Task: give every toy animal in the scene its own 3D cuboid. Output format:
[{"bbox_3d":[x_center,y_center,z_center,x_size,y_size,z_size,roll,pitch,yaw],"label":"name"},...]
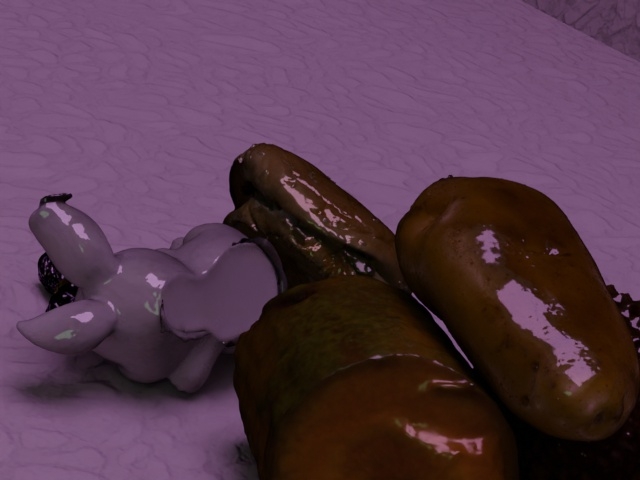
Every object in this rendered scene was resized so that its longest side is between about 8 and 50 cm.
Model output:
[{"bbox_3d":[-0.178,0.059,1.758,0.154,0.209,0.325,-15,-26,41],"label":"toy animal"}]

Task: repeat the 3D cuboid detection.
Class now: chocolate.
[{"bbox_3d":[-0.289,0.060,1.838,0.072,0.070,0.147,-1,25,-23],"label":"chocolate"}]

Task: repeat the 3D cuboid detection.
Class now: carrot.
[{"bbox_3d":[0.047,0.188,1.574,0.241,0.242,0.341,6,24,-21],"label":"carrot"}]

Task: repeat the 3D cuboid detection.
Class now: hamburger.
[{"bbox_3d":[0.001,0.001,1.932,0.285,0.134,0.265,35,-18,4],"label":"hamburger"}]

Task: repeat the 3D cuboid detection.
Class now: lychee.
[{"bbox_3d":[0.292,0.183,1.733,0.267,0.268,0.267,13,25,-6],"label":"lychee"}]

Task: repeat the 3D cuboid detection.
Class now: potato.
[{"bbox_3d":[0.200,0.058,1.570,0.195,0.176,0.369,55,4,-43],"label":"potato"}]
